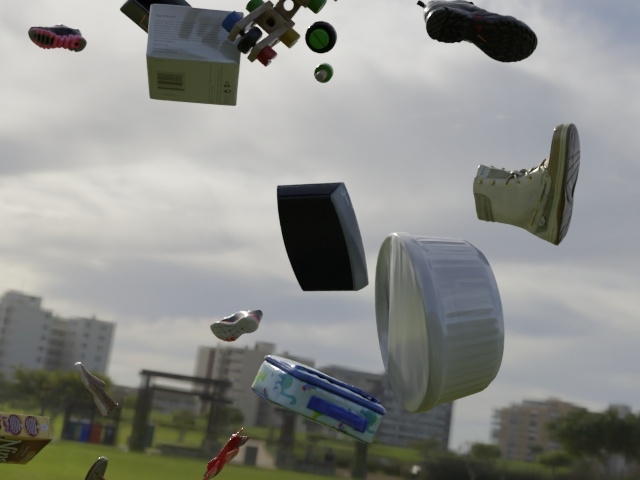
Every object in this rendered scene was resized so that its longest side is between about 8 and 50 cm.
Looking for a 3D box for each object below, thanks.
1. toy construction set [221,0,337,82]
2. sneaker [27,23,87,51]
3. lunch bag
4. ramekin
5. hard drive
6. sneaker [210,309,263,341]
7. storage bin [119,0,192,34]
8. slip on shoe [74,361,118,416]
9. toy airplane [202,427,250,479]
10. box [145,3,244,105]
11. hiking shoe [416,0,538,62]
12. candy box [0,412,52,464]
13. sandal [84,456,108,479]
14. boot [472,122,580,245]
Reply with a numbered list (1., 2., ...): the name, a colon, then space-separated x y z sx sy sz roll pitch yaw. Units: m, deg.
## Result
1. toy construction set: -0.087 -0.472 1.910 0.309 0.257 0.237 16 22 6
2. sneaker: -0.536 -0.418 2.053 0.119 0.057 0.047 6 -40 -34
3. lunch bag: -0.001 0.286 1.830 0.219 0.090 0.176 27 -5 -24
4. ramekin: 0.176 0.116 1.519 0.127 0.273 0.273 -6 -8 -13
5. hard drive: 0.000 0.000 2.144 0.172 0.255 0.054 -1 31 23
6. sneaker: -0.203 0.207 2.517 0.158 0.061 0.065 -13 23 35
7. storage bin: -0.346 -0.469 2.087 0.135 0.098 0.091 38 -30 -25
8. slip on shoe: -0.487 0.317 2.200 0.041 0.135 0.051 -31 12 -15
9. toy airplane: -0.183 0.405 1.891 0.028 0.151 0.151 43 -8 8
10. box: -0.245 -0.360 1.982 0.182 0.119 0.181 4 -19 -6
11. hiking shoe: 0.286 -0.393 1.824 0.227 0.114 0.086 13 -54 -21
12. candy box: -0.599 0.359 1.847 0.186 0.053 0.109 13 -44 -41
13. sandal: -0.469 0.537 2.117 0.049 0.180 0.072 17 6 12
14. boot: 0.336 -0.107 1.671 0.165 0.213 0.077 19 36 28
